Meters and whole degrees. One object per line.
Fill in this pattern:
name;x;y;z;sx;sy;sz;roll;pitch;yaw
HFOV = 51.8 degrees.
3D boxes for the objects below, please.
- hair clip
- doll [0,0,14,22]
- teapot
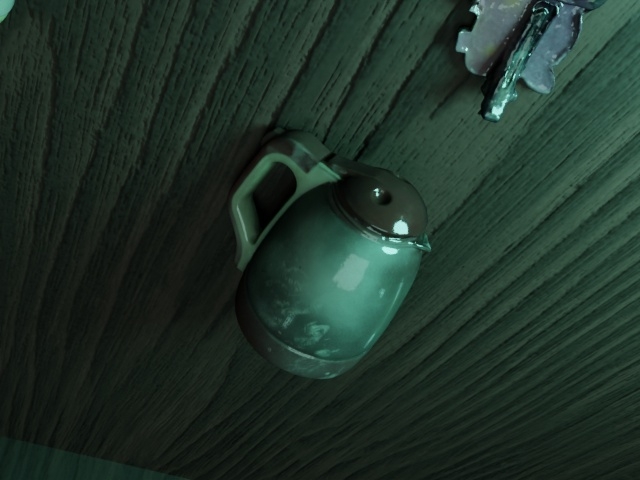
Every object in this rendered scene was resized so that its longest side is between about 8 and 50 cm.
hair clip;0.235;-0.232;0.790;0.145;0.056;0.187;11;130;-6
doll;-0.452;-0.278;0.733;0.296;0.117;0.142;-16;114;21
teapot;0.000;0.000;0.973;0.314;0.233;0.312;37;129;5
